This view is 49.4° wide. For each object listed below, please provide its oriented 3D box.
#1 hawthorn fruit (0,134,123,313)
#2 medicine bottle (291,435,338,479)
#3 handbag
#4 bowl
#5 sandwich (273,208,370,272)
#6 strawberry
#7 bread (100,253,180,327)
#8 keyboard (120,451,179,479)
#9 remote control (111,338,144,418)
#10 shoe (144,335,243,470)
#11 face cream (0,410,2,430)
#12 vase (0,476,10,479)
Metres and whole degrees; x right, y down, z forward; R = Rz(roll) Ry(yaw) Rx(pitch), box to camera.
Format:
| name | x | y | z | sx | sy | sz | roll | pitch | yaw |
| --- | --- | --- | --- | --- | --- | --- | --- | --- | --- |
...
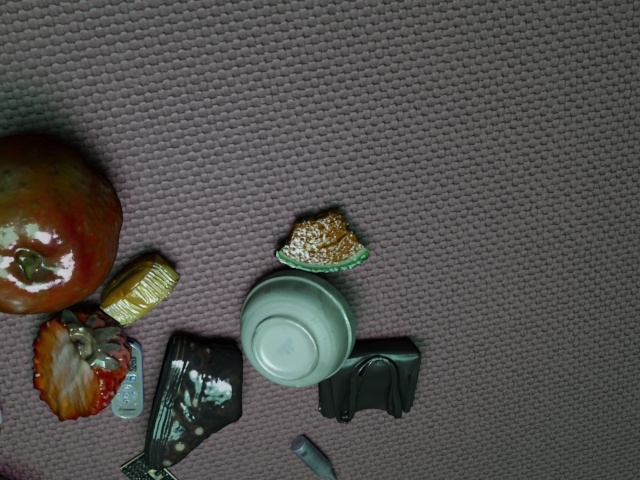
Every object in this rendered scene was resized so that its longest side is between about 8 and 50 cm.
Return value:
| name | x | y | z | sx | sy | sz | roll | pitch | yaw |
| --- | --- | --- | --- | --- | --- | --- | --- | --- | --- |
| hawthorn fruit | -0.615 | -0.009 | 1.481 | 0.403 | 0.403 | 0.402 | -4 | 114 | -8 |
| medicine bottle | -0.008 | 0.659 | 2.067 | 0.058 | 0.057 | 0.199 | -37 | 115 | 8 |
| handbag | 0.135 | 0.400 | 1.951 | 0.286 | 0.113 | 0.256 | -4 | 121 | -8 |
| bowl | -0.072 | 0.240 | 1.754 | 0.307 | 0.163 | 0.307 | 4 | 109 | 13 |
| sandwich | -0.006 | 0.008 | 1.771 | 0.235 | 0.079 | 0.159 | -16 | 105 | -6 |
| strawberry | -0.597 | 0.314 | 1.755 | 0.265 | 0.149 | 0.336 | 47 | 125 | 11 |
| bread | -0.449 | 0.117 | 1.706 | 0.190 | 0.132 | 0.114 | -42 | 113 | 7 |
| keyboard | -0.452 | 0.741 | 2.044 | 0.106 | 0.027 | 0.317 | -34 | 116 | 6 |
| remote control | -0.516 | 0.368 | 1.854 | 0.087 | 0.047 | 0.244 | 2 | 114 | -7 |
| shoe | -0.326 | 0.443 | 1.852 | 0.237 | 0.171 | 0.383 | 13 | 103 | -11 |
| face cream | -0.879 | 0.430 | 1.815 | 0.072 | 0.051 | 0.182 | -7 | 114 | -8 |
| vase | -0.961 | 0.737 | 1.867 | 0.302 | 0.241 | 0.329 | 46 | 126 | -12 |
